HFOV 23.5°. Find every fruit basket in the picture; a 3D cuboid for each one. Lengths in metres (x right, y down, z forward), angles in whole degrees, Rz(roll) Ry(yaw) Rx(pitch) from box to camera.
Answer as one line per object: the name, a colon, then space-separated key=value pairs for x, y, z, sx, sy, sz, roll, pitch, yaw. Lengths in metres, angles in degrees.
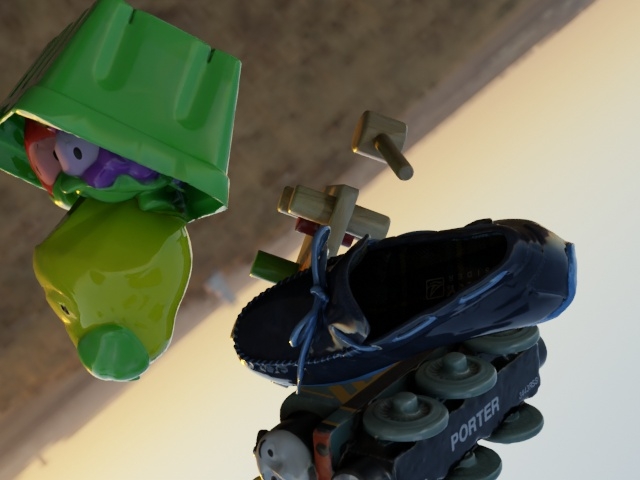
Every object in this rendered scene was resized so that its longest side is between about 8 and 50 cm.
fruit basket: x=-0.251 y=-0.045 z=1.713 sx=0.392 sy=0.283 sz=0.392 roll=-53 pitch=-158 yaw=31

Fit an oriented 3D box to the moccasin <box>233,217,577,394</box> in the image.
moccasin: x=0.052 y=0.036 z=1.338 sx=0.342 sy=0.138 sz=0.117 roll=-22 pitch=151 yaw=30

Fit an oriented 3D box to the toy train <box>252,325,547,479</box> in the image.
toy train: x=0.084 y=0.161 z=1.471 sx=0.190 sy=0.142 sz=0.334 roll=9 pitch=-153 yaw=34

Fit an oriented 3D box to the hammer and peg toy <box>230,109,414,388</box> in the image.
hammer and peg toy: x=0.000 y=0.000 z=1.924 sx=0.266 sy=0.127 sz=0.361 roll=-158 pitch=-92 yaw=-84

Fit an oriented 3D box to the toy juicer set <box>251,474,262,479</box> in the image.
toy juicer set: x=-0.003 y=0.404 z=2.294 sx=0.329 sy=0.209 sz=0.089 roll=-44 pitch=149 yaw=-46
